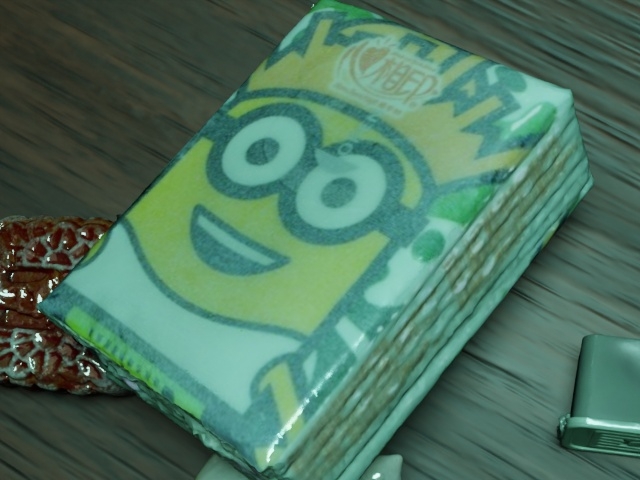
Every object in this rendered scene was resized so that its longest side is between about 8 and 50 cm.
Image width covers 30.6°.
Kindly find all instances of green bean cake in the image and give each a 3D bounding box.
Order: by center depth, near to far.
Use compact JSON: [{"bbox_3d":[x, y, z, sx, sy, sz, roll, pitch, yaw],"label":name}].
[{"bbox_3d":[-0.192,0.049,0.891,0.135,0.056,0.135,3,78,8],"label":"green bean cake"}]

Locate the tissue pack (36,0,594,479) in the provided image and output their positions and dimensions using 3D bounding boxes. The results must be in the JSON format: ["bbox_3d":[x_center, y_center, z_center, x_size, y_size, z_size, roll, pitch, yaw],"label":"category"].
[{"bbox_3d":[0.000,0.000,0.782,0.228,0.128,0.311,29,71,36],"label":"tissue pack"}]

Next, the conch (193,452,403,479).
[{"bbox_3d":[-0.041,0.230,0.787,0.158,0.127,0.255,42,87,0],"label":"conch"}]

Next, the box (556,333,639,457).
[{"bbox_3d":[0.226,0.109,0.802,0.122,0.084,0.069,6,69,10],"label":"box"}]
